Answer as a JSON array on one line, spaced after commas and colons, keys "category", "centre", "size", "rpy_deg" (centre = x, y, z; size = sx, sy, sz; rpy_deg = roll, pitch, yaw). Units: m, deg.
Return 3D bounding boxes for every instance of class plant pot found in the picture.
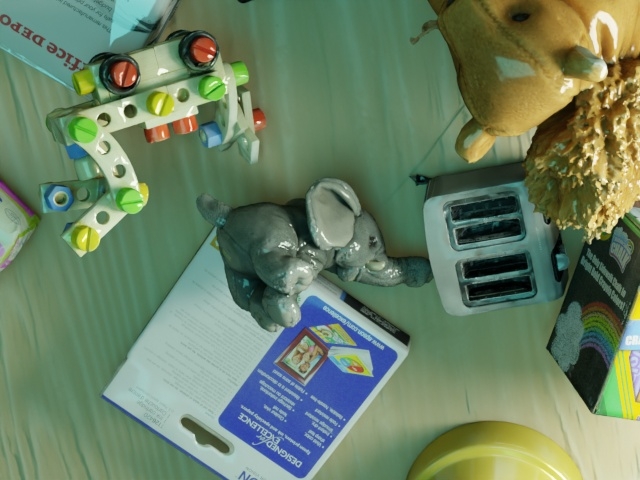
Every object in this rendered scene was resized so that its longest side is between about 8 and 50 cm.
[{"category": "plant pot", "centre": [0.219, 0.392, 1.955], "size": [0.254, 0.239, 0.254], "rpy_deg": [3, 107, 9]}]

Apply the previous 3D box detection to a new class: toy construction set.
[{"category": "toy construction set", "centre": [-0.193, -0.132, 1.822], "size": [0.151, 0.328, 0.215], "rpy_deg": [5, 114, 50]}]

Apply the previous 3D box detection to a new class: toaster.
[{"category": "toaster", "centre": [0.212, -0.006, 1.901], "size": [0.186, 0.110, 0.168], "rpy_deg": [-9, 104, 12]}]

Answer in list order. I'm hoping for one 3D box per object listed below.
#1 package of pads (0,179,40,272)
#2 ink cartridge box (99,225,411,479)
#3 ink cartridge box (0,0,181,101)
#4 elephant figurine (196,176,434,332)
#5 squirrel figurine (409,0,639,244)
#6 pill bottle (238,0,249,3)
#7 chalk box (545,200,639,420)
[{"category": "package of pads", "centre": [-0.547, 0.005, 2.032], "size": [0.229, 0.101, 0.296], "rpy_deg": [45, 109, -5]}, {"category": "ink cartridge box", "centre": [-0.088, 0.167, 2.027], "size": [0.304, 0.072, 0.307], "rpy_deg": [35, 110, -4]}, {"category": "ink cartridge box", "centre": [-0.271, -0.343, 1.868], "size": [0.211, 0.121, 0.289], "rpy_deg": [32, 109, -2]}, {"category": "elephant figurine", "centre": [0.000, 0.000, 1.905], "size": [0.239, 0.169, 0.186], "rpy_deg": [-30, 128, -27]}, {"category": "squirrel figurine", "centre": [0.275, -0.199, 1.682], "size": [0.281, 0.370, 0.397], "rpy_deg": [-29, 108, 27]}, {"category": "pill bottle", "centre": [-0.011, -0.365, 1.820], "size": [0.219, 0.123, 0.122], "rpy_deg": [-19, 103, 14]}, {"category": "chalk box", "centre": [0.421, 0.058, 1.829], "size": [0.179, 0.180, 0.288], "rpy_deg": [11, 111, -16]}]
